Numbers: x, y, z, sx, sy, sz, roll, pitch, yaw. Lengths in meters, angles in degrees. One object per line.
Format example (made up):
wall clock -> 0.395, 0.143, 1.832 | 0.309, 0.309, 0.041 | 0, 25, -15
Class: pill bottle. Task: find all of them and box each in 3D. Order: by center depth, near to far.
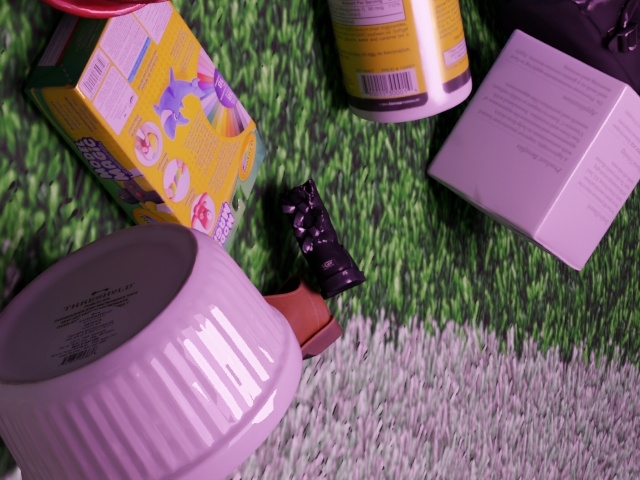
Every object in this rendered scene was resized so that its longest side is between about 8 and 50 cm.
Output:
pill bottle -> 0.066, -0.224, 1.372 | 0.119, 0.119, 0.208 | -43, 128, -50

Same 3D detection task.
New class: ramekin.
ramekin -> -0.127, 0.079, 0.993 | 0.109, 0.207, 0.207 | 61, 42, -28

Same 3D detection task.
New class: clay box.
clay box -> -0.122, -0.089, 1.127 | 0.222, 0.053, 0.127 | 57, 44, -45

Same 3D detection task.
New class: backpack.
backpack -> 0.332, -0.352, 1.722 | 0.290, 0.273, 0.355 | 39, 77, -49

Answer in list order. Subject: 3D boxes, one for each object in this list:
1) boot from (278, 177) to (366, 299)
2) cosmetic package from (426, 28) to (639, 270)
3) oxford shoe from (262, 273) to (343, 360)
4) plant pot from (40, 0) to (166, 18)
boot -> 0.000, 0.000, 1.334 | 0.099, 0.045, 0.121 | 64, 1, 6
cosmetic package -> 0.242, -0.094, 1.589 | 0.183, 0.151, 0.151 | -58, 147, 4
oxford shoe -> -0.058, 0.090, 1.247 | 0.076, 0.076, 0.212 | 63, 31, -9
plant pot -> -0.123, -0.238, 0.966 | 0.191, 0.174, 0.191 | 11, 72, -38
